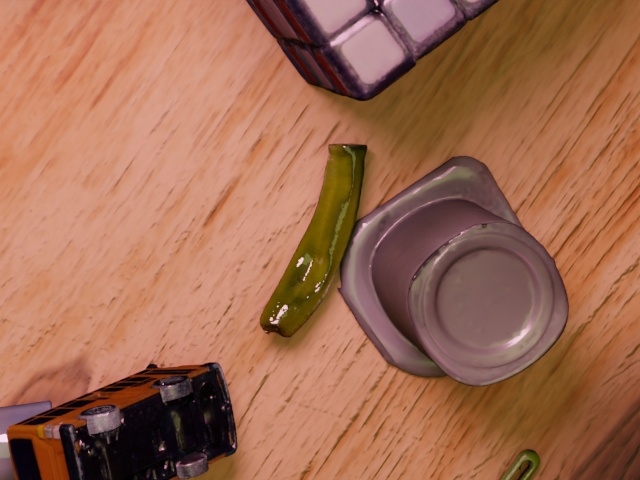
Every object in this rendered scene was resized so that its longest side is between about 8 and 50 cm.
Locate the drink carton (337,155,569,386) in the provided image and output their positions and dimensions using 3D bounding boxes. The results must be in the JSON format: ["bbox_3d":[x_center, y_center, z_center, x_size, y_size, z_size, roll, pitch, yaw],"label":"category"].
[{"bbox_3d":[0.135,0.050,1.715,0.191,0.189,0.185,-32,106,-4],"label":"drink carton"}]

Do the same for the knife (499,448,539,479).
[{"bbox_3d":[0.158,0.301,1.832,0.054,0.015,0.212,35,90,-12],"label":"knife"}]

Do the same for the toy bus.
[{"bbox_3d":[-0.179,0.183,1.677,0.201,0.114,0.098,-21,103,-48],"label":"toy bus"}]

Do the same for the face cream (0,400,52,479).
[{"bbox_3d":[-0.370,0.203,1.702,0.250,0.077,0.077,-8,98,-10],"label":"face cream"}]

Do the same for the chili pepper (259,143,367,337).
[{"bbox_3d":[0.000,0.000,1.753,0.052,0.050,0.202,21,91,5],"label":"chili pepper"}]

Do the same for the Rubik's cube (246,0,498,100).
[{"bbox_3d":[0.042,-0.320,1.599,0.287,0.292,0.293,-37,103,-2],"label":"Rubik's cube"}]
